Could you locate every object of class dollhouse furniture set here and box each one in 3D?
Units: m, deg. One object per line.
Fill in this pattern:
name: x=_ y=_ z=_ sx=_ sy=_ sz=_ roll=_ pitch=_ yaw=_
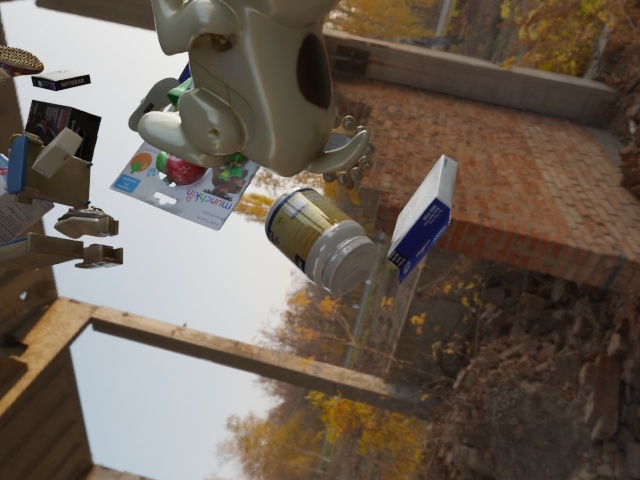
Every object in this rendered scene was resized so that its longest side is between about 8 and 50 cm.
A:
dollhouse furniture set: x=-0.687 y=-0.086 z=1.248 sx=0.286 sy=0.198 sz=0.304 roll=17 pitch=-114 yaw=-60

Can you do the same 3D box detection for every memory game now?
memory game: x=0.046 y=-0.221 z=1.192 sx=0.012 sy=0.186 sz=0.186 roll=-56 pitch=-20 yaw=-55

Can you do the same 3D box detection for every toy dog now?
toy dog: x=-0.087 y=-0.311 z=0.733 sx=0.284 sy=0.395 sz=0.408 roll=-36 pitch=-26 yaw=-42

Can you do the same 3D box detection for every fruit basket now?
fruit basket: x=-0.271 y=-0.220 z=1.098 sx=0.353 sy=0.326 sz=0.165 roll=-58 pitch=-25 yaw=-24

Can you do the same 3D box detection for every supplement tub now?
supplement tub: x=0.000 y=0.000 z=1.490 sx=0.228 sy=0.316 sz=0.228 roll=-30 pitch=-38 yaw=-27

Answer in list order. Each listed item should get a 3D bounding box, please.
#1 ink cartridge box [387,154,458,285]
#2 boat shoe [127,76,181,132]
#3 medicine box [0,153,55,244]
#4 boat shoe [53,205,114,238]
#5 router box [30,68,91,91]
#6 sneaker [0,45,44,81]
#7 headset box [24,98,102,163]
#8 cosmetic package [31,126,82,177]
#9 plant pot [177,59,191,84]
ink cartridge box: x=0.223 y=-0.046 z=1.082 sx=0.223 sy=0.045 sz=0.224 roll=-60 pitch=6 yaw=45
boat shoe: x=-0.539 y=-0.439 z=1.558 sx=0.219 sy=0.078 sz=0.070 roll=-48 pitch=27 yaw=-8
medicine box: x=-1.101 y=-0.117 z=1.622 sx=0.289 sy=0.263 sz=0.149 roll=-46 pitch=-37 yaw=-22
boat shoe: x=-0.800 y=-0.071 z=1.664 sx=0.116 sy=0.324 sz=0.097 roll=44 pitch=-125 yaw=-38
router box: x=-1.061 y=-0.658 z=1.990 sx=0.179 sy=0.133 sz=0.046 roll=-45 pitch=-34 yaw=-52
sneaker: x=-0.750 y=-0.403 z=1.134 sx=0.084 sy=0.185 sz=0.070 roll=-59 pitch=38 yaw=44
headset box: x=-0.849 y=-0.330 z=1.591 sx=0.110 sy=0.293 sz=0.218 roll=10 pitch=-83 yaw=-57
cosmetic package: x=-0.564 y=-0.186 z=1.039 sx=0.041 sy=0.115 sz=0.060 roll=38 pitch=-135 yaw=-35
plant pot: x=-0.415 y=-0.599 z=1.951 sx=0.236 sy=0.212 sz=0.236 roll=-52 pitch=-15 yaw=14
